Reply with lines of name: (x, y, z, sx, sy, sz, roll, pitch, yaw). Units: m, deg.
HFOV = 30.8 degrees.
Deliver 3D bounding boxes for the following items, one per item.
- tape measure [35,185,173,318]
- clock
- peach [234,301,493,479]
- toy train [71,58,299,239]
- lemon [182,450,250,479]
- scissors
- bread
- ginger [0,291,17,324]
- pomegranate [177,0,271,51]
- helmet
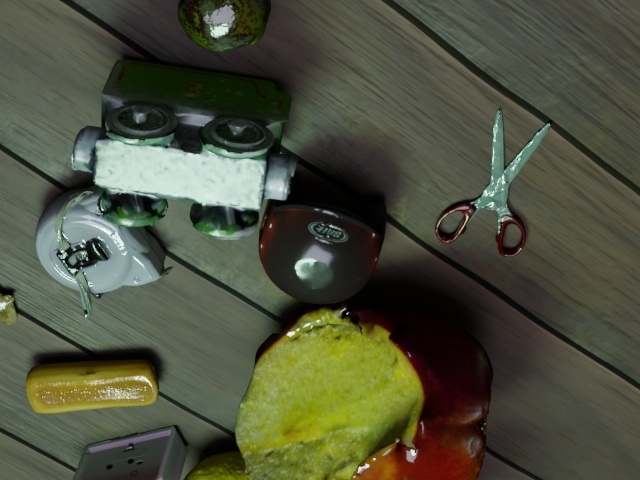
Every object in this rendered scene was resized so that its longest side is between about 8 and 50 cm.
tape measure: (-0.364, 0.011, 1.860, 0.178, 0.105, 0.196, -25, 121, 23)
clock: (-0.353, 0.428, 2.137, 0.197, 0.150, 0.063, -15, 120, 16)
peach: (0.065, 0.283, 1.859, 0.416, 0.339, 0.353, 1, 153, 5)
toy train: (-0.182, -0.132, 1.644, 0.307, 0.249, 0.173, 8, 124, -1)
lemon: (-0.166, 0.483, 2.121, 0.192, 0.231, 0.192, 1, 95, 18)
scissors: (0.272, -0.084, 1.776, 0.144, 0.017, 0.248, 13, 125, -4)
bread: (-0.398, 0.254, 2.060, 0.239, 0.074, 0.093, -5, 110, 8)
ginger: (-0.567, 0.095, 1.984, 0.057, 0.044, 0.137, -47, 119, 0)
pomegranate: (-0.118, -0.332, 1.575, 0.125, 0.138, 0.163, 32, 92, -5)
helmet: (0.000, 0.000, 1.774, 0.189, 0.193, 0.216, 17, 168, -5)
